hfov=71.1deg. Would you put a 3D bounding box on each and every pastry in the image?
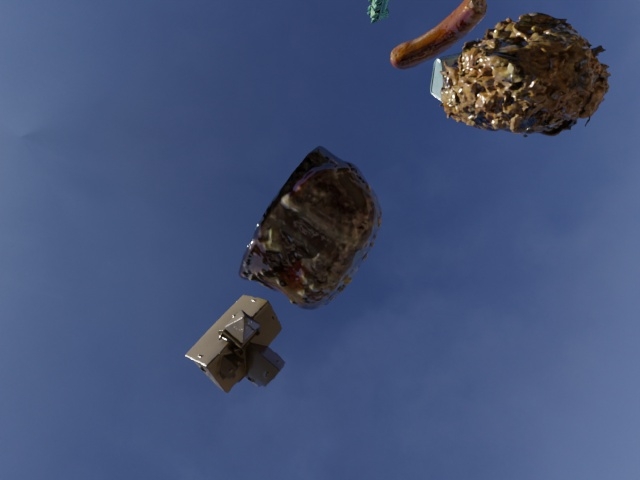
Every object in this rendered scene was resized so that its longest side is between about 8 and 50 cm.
[{"bbox_3d":[0.328,-0.279,0.746,0.275,0.275,0.192,-7,-63,-32],"label":"pastry"}]

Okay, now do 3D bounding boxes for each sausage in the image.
[{"bbox_3d":[0.335,-0.578,1.265,0.103,0.302,0.076,12,-118,-43],"label":"sausage"}]

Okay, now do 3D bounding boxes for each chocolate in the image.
[{"bbox_3d":[0.000,0.000,0.934,0.340,0.210,0.225,-57,-12,21],"label":"chocolate"}]

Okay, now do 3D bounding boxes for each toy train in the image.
[{"bbox_3d":[0.120,-0.476,0.908,0.045,0.092,0.029,-22,-95,-2],"label":"toy train"}]

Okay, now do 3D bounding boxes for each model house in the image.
[{"bbox_3d":[-0.147,0.203,0.893,0.176,0.248,0.181,40,-118,6],"label":"model house"}]

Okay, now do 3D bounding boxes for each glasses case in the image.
[{"bbox_3d":[0.399,-0.426,1.119,0.266,0.056,0.105,-19,-68,-17],"label":"glasses case"}]

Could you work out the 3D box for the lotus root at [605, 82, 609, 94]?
[{"bbox_3d":[0.505,-0.286,0.834,0.030,0.083,0.037,-5,-74,-4],"label":"lotus root"}]
